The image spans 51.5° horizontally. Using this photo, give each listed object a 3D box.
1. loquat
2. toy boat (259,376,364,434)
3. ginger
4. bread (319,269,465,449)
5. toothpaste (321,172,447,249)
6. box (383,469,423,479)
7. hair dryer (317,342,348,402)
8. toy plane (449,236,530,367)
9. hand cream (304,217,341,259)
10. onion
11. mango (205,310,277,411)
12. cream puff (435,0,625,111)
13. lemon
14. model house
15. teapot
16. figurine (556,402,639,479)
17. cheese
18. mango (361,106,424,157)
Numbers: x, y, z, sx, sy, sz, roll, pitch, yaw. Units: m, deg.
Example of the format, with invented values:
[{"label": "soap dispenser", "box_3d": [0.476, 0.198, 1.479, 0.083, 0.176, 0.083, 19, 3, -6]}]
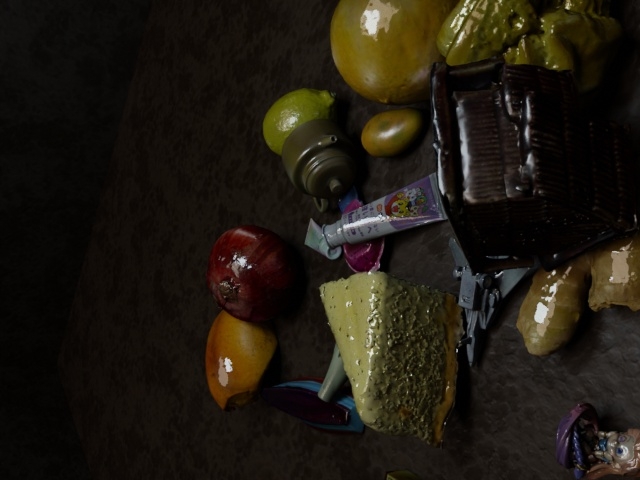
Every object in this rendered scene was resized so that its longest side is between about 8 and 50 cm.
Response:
[{"label": "loquat", "box_3d": [0.187, -0.419, 1.388, 0.328, 0.328, 0.360, -7, 123, 53]}, {"label": "toy boat", "box_3d": [-0.032, 0.426, 1.740, 0.392, 0.079, 0.136, -1, 84, 50]}, {"label": "ginger", "box_3d": [0.483, 0.021, 1.086, 0.363, 0.122, 0.349, -12, 74, 58]}, {"label": "bread", "box_3d": [0.131, 0.238, 1.401, 0.279, 0.248, 0.316, -4, 69, 58]}, {"label": "toothpaste", "box_3d": [0.146, -0.055, 1.515, 0.299, 0.073, 0.114, -21, 65, 25]}, {"label": "box", "box_3d": [0.190, 0.634, 1.410, 0.159, 0.071, 0.240, 16, 98, 56]}, {"label": "hair dryer", "box_3d": [0.087, 0.324, 1.572, 0.219, 0.088, 0.225, -46, 55, 20]}, {"label": "toy plane", "box_3d": [0.306, 0.123, 1.310, 0.212, 0.088, 0.268, 19, 100, 53]}, {"label": "hand cream", "box_3d": [0.000, 0.000, 1.782, 0.174, 0.047, 0.076, 36, 114, 59]}, {"label": "onion", "box_3d": [-0.193, 0.097, 1.851, 0.276, 0.276, 0.277, -10, 77, 52]}, {"label": "mango", "box_3d": [-0.226, 0.313, 1.932, 0.201, 0.199, 0.350, -18, 53, 23]}, {"label": "cream puff", "box_3d": [0.360, -0.335, 1.161, 0.274, 0.269, 0.324, 49, 128, 39]}, {"label": "lemon", "box_3d": [-0.049, -0.310, 1.769, 0.248, 0.184, 0.184, -31, 61, 37]}, {"label": "model house", "box_3d": [0.348, -0.127, 1.066, 0.282, 0.297, 0.318, -8, 71, 23]}, {"label": "teapot", "box_3d": [0.010, -0.175, 1.674, 0.268, 0.185, 0.175, 95, 157, -47]}, {"label": "figurine", "box_3d": [0.461, 0.335, 1.074, 0.156, 0.126, 0.114, 14, 137, 18]}, {"label": "cheese", "box_3d": [0.097, -0.022, 1.633, 0.155, 0.062, 0.244, -46, 48, 38]}, {"label": "mango", "box_3d": [0.168, -0.251, 1.550, 0.163, 0.089, 0.111, -2, 83, 45]}]
